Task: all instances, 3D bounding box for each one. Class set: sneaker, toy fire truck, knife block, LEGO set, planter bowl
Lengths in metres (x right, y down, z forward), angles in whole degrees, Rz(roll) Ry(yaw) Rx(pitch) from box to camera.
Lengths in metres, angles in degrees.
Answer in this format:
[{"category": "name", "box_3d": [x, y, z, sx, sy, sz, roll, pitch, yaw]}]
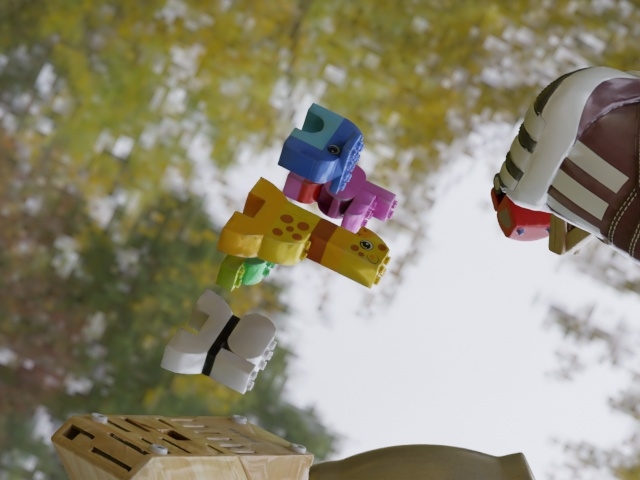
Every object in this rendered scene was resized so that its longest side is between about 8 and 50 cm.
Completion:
[{"category": "sneaker", "box_3d": [0.238, -0.027, 1.065, 0.162, 0.281, 0.106, 43, -48, 31]}, {"category": "toy fire truck", "box_3d": [0.203, -0.037, 1.657, 0.192, 0.047, 0.135, 115, -31, -54]}, {"category": "knife block", "box_3d": [-0.107, 0.259, 1.524, 0.088, 0.276, 0.242, 21, -82, 37]}, {"category": "LEGO set", "box_3d": [0.000, 0.000, 1.205, 0.227, 0.093, 0.087, -57, 169, -45]}, {"category": "planter bowl", "box_3d": [0.073, 0.172, 1.019, 0.109, 0.162, 0.162, -22, -157, 5]}]
